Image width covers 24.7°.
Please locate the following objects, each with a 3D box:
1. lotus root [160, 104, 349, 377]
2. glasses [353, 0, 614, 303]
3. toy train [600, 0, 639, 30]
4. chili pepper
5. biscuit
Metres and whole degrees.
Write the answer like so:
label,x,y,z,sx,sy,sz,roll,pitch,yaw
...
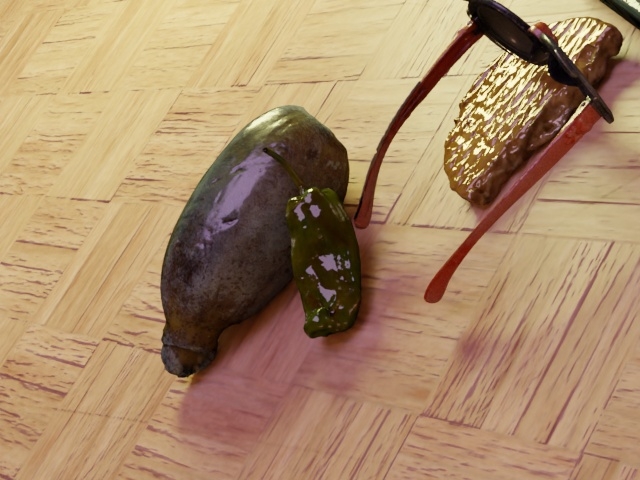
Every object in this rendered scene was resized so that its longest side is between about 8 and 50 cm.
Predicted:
label,x,y,z,sx,sy,sz,roll,pitch,yaw
lotus root,-0.095,-0.004,1.594,0.322,0.140,0.158,-54,32,-5
glasses,0.131,-0.096,1.387,0.268,0.118,0.234,-48,38,5
toy train,0.316,-0.257,1.421,0.086,0.089,0.409,-48,31,11
chili pepper,0.001,-0.001,1.494,0.072,0.073,0.204,-16,71,19
biscuit,0.200,-0.138,1.478,0.224,0.033,0.144,-50,32,0
